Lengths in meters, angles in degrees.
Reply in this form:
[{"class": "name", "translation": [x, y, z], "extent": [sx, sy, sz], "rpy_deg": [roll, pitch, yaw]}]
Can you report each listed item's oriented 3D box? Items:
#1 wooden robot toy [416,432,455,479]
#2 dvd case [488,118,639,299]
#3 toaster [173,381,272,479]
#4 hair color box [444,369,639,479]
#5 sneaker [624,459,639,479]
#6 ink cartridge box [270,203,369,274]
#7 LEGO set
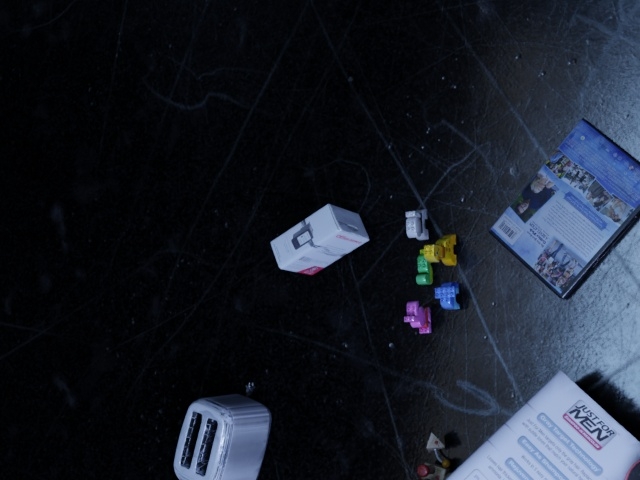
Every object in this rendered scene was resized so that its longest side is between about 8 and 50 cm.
[{"class": "wooden robot toy", "translation": [0.209, 0.425, 1.686], "extent": [0.079, 0.076, 0.173], "rpy_deg": [12, 91, 23]}, {"class": "dvd case", "translation": [0.423, -0.052, 1.630], "extent": [0.180, 0.022, 0.253], "rpy_deg": [47, 109, 28]}, {"class": "toaster", "translation": [-0.190, 0.391, 1.903], "extent": [0.129, 0.146, 0.227], "rpy_deg": [17, 93, 33]}, {"class": "hair color box", "translation": [0.309, 0.402, 1.507], "extent": [0.374, 0.113, 0.185], "rpy_deg": [-42, 60, -6]}, {"class": "sneaker", "translation": [0.597, 0.350, 1.420], "extent": [0.314, 0.136, 0.116], "rpy_deg": [-7, 66, 9]}, {"class": "ink cartridge box", "translation": [0.000, 0.000, 1.849], "extent": [0.150, 0.109, 0.063], "rpy_deg": [-33, 64, 26]}, {"class": "LEGO set", "translation": [0.192, 0.047, 1.726], "extent": [0.087, 0.093, 0.227], "rpy_deg": [-7, 80, 32]}]
